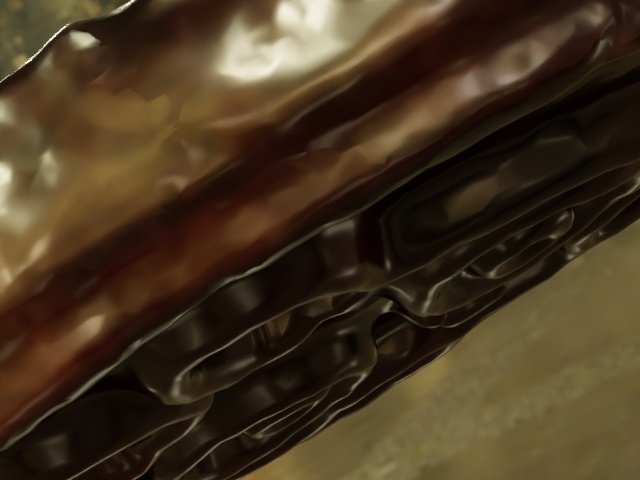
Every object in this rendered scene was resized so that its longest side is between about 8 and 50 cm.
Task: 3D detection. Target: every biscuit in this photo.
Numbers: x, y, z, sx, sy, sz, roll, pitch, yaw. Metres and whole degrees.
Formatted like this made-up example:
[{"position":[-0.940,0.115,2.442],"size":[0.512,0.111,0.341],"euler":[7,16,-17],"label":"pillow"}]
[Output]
[{"position":[0.000,0.000,0.605],"size":[0.407,0.091,0.407],"euler":[-30,-9,-5],"label":"biscuit"}]
